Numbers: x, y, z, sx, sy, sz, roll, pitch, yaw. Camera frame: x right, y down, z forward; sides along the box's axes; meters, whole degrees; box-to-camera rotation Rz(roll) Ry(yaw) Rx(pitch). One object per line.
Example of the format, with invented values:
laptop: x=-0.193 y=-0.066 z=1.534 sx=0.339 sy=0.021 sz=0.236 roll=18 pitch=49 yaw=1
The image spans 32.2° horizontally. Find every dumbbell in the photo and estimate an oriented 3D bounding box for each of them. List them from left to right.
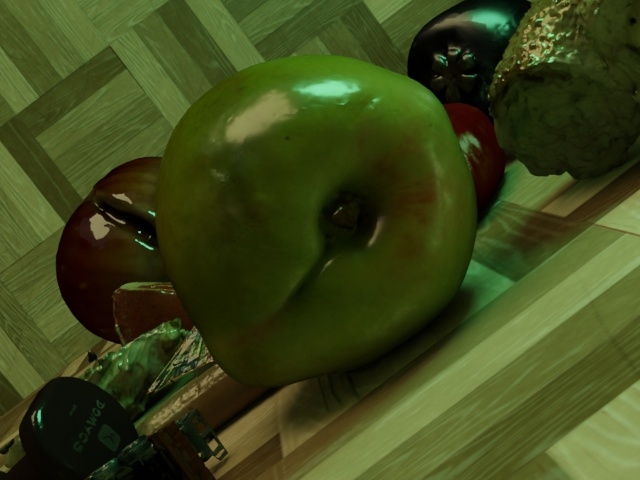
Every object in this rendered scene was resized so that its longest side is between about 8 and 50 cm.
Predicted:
dumbbell: x=-0.306 y=0.258 z=1.183 sx=0.225 sy=0.124 sz=0.140 roll=-43 pitch=16 yaw=26

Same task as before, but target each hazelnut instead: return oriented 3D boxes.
hazelnut: x=-0.315 y=0.015 z=2.120 sx=0.359 sy=0.359 sz=0.409 roll=-36 pitch=15 yaw=12

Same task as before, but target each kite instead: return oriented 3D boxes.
kite: x=-0.127 y=0.130 z=1.445 sx=0.241 sy=0.014 sz=0.183 roll=-29 pitch=34 yaw=5

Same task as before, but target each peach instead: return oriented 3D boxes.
peach: x=-0.015 y=-0.029 z=1.042 sx=0.314 sy=0.281 sz=0.315 roll=-39 pitch=20 yaw=1

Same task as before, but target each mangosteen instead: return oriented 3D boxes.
mangosteen: x=0.244 y=-0.230 z=1.512 sx=0.243 sy=0.243 sz=0.243 roll=-36 pitch=7 yaw=5

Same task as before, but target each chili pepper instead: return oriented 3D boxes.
chili pepper: x=0.130 y=-0.073 z=1.285 sx=0.131 sy=0.134 sz=0.338 roll=-9 pitch=15 yaw=24

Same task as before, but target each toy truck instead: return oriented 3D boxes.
toy truck: x=-0.185 y=0.238 z=1.044 sx=0.178 sy=0.080 sz=0.115 roll=-34 pitch=2 yaw=13

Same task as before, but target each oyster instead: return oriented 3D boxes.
oyster: x=-0.324 y=0.249 z=1.653 sx=0.354 sy=0.107 sz=0.201 roll=-47 pitch=-18 yaw=24

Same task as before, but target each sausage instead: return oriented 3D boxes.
sausage: x=-0.078 y=0.146 z=1.204 sx=0.301 sy=0.066 sz=0.066 roll=-34 pitch=7 yaw=5

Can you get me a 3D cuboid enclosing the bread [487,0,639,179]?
bread: x=0.290 y=-0.193 z=1.010 sx=0.314 sy=0.171 sz=0.192 roll=-20 pitch=42 yaw=58

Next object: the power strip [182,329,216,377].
power strip: x=-0.097 y=0.110 z=1.530 sx=0.216 sy=0.061 sz=0.145 roll=-37 pitch=11 yaw=6

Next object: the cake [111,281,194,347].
cake: x=-0.214 y=0.093 z=1.815 sx=0.262 sy=0.159 sz=0.158 roll=-35 pitch=4 yaw=2
